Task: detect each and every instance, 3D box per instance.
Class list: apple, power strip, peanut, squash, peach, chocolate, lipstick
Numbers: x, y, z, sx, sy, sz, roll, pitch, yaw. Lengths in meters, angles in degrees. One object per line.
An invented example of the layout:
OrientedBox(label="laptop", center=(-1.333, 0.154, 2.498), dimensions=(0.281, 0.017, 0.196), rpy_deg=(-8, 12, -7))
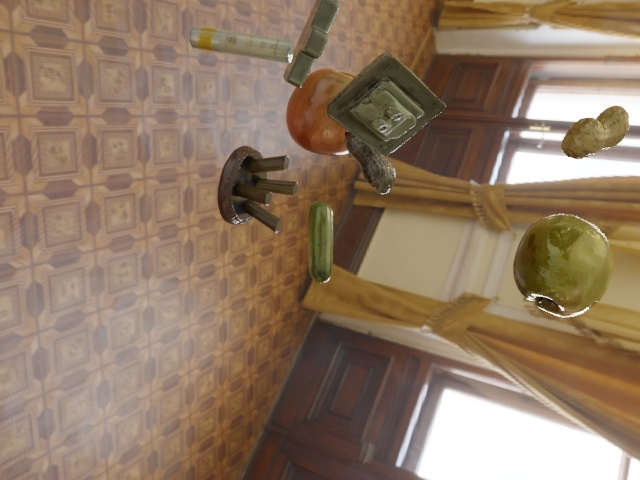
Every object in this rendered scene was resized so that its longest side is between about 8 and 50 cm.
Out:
OrientedBox(label="apple", center=(0.048, -0.533, 2.150), dimensions=(0.364, 0.364, 0.363), rpy_deg=(-31, 127, -54))
OrientedBox(label="power strip", center=(-0.023, -0.564, 1.490), dimensions=(0.264, 0.059, 0.193), rpy_deg=(-62, -161, 16))
OrientedBox(label="peanut", center=(0.749, -0.290, 1.416), dimensions=(0.230, 0.098, 0.103), rpy_deg=(-24, 133, -19))
OrientedBox(label="squash", center=(0.000, 0.000, 1.424), dimensions=(0.069, 0.069, 0.238), rpy_deg=(33, 54, -60))
OrientedBox(label="peach", center=(0.771, 0.074, 1.684), dimensions=(0.282, 0.314, 0.315), rpy_deg=(25, 92, -20))
OrientedBox(label="power strip", center=(0.148, -0.286, 1.166), dimensions=(0.213, 0.198, 0.064), rpy_deg=(28, 39, -31))
OrientedBox(label="chocolate", center=(0.169, -0.271, 1.744), dimensions=(0.248, 0.110, 0.110), rpy_deg=(59, 39, -6))
OrientedBox(label="lipstick", center=(-0.200, -0.501, 1.338), dimensions=(0.059, 0.264, 0.059), rpy_deg=(12, 90, -82))

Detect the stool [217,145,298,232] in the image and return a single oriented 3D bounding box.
OrientedBox(label="stool", center=(-0.205, -0.171, 1.748), dimensions=(0.272, 0.179, 0.271), rpy_deg=(13, 90, -72))
